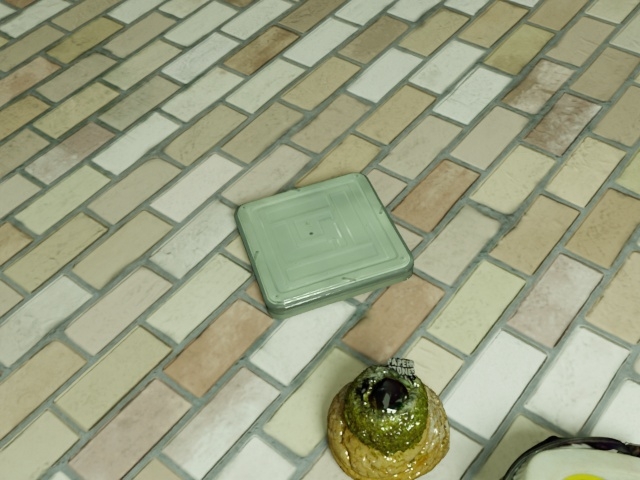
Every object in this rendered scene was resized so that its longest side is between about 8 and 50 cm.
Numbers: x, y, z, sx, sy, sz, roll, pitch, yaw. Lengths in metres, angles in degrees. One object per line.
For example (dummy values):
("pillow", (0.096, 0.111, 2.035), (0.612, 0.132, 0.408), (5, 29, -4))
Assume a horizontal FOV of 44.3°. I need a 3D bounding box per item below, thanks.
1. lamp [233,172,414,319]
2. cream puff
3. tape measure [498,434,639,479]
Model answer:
("lamp", (0.000, 0.000, 1.417), (0.269, 0.047, 0.266), (-17, 48, -10))
("cream puff", (0.095, 0.240, 1.115), (0.183, 0.169, 0.183), (-4, 48, 4))
("tape measure", (0.311, 0.358, 0.996), (0.231, 0.133, 0.271), (21, 51, -9))
